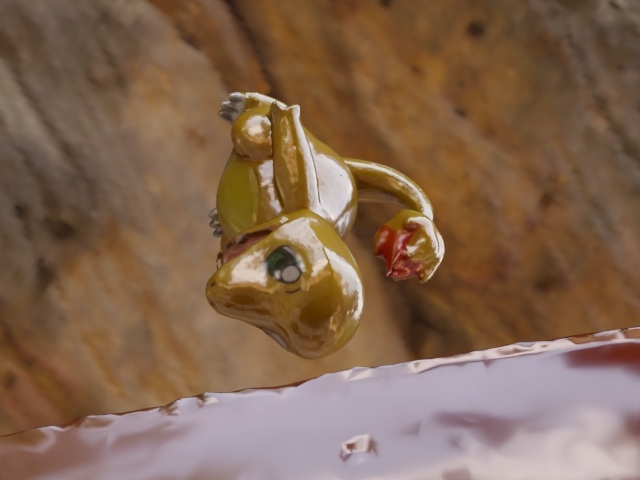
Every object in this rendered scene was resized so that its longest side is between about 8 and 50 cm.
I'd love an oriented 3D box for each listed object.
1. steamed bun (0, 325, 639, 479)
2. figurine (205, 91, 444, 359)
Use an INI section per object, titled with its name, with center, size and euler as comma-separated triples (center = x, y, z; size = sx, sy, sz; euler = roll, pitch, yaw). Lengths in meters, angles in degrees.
[steamed bun]
center = 0.024, 0.186, 0.594
size = 0.379, 0.248, 0.235
euler = -10, -25, -4
[figurine]
center = 0.004, 0.001, 0.997
size = 0.122, 0.121, 0.176
euler = 7, 29, -6
